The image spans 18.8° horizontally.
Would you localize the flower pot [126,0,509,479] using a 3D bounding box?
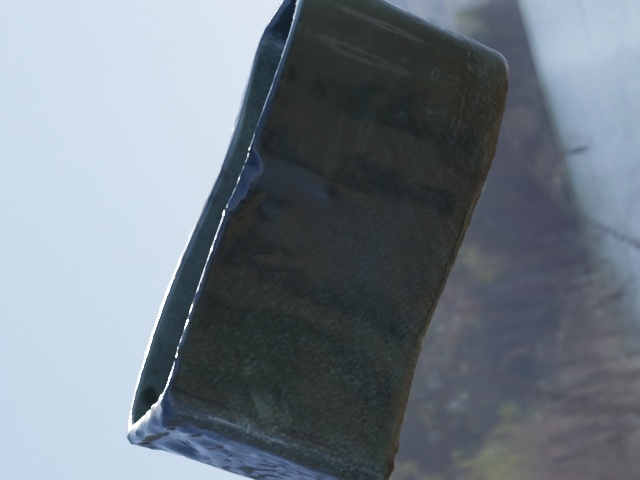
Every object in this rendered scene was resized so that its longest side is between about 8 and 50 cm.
[{"bbox_3d":[0.000,0.000,0.875,0.103,0.108,0.229,153,138,-72],"label":"flower pot"}]
